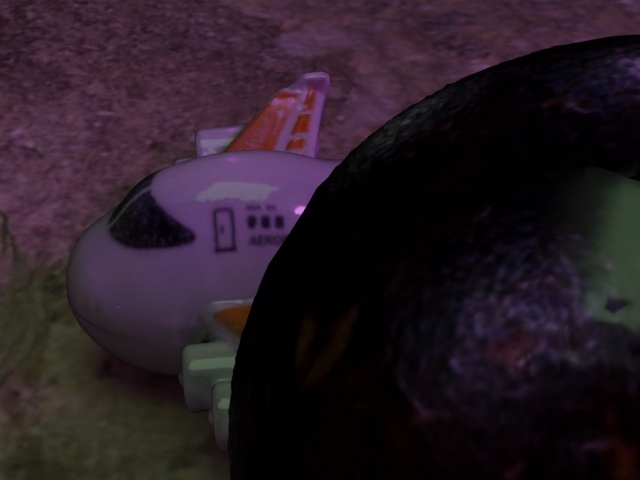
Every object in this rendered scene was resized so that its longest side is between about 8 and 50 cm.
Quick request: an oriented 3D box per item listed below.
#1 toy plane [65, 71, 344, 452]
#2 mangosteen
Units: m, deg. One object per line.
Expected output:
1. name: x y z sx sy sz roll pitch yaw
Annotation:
1. toy plane: 0.000 0.000 0.680 0.245 0.117 0.244 -3 41 3
2. mangosteen: 0.109 0.062 0.476 0.288 0.288 0.288 -4 39 3
